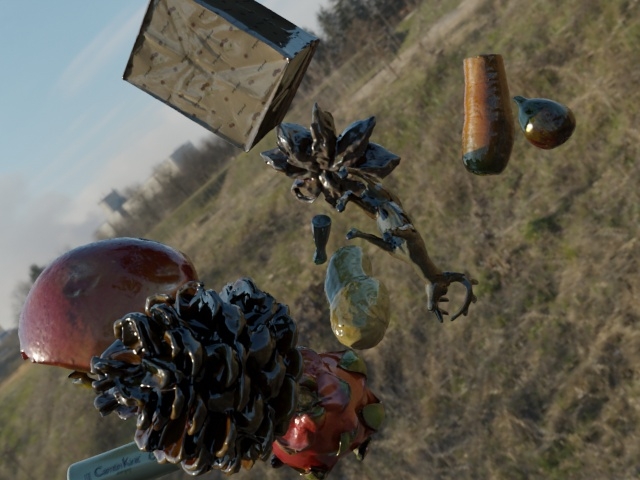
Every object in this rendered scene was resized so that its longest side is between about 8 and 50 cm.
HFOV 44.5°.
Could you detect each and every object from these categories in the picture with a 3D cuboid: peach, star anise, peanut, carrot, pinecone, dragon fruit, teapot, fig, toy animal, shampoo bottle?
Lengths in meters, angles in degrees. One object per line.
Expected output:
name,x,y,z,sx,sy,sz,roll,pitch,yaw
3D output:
peach,-0.397,0.153,1.616,0.335,0.406,0.310,59,-142,-70
star anise,0.021,-0.179,1.803,0.331,0.331,0.118,-33,39,44
peanut,0.068,0.099,1.451,0.236,0.110,0.120,-96,20,-46
carrot,0.269,-0.201,1.252,0.087,0.193,0.087,3,-1,0
pinecone,-0.134,0.157,0.938,0.243,0.257,0.243,-14,59,24
dragon fruit,-0.012,0.281,1.297,0.224,0.224,0.227,-37,-7,22
teapot,0.000,0.000,1.637,0.043,0.043,0.111,-48,-28,-43
fig,0.494,-0.276,1.750,0.109,0.155,0.103,-34,-18,-8
toy animal,0.136,-0.002,1.212,0.087,0.243,0.260,-32,-29,27
shampoo bottle,-0.366,0.445,1.564,0.262,0.085,0.085,-20,8,-3

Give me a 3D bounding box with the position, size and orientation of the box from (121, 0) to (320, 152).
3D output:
box,-0.192,-0.353,1.525,0.225,0.297,0.190,-60,0,31
